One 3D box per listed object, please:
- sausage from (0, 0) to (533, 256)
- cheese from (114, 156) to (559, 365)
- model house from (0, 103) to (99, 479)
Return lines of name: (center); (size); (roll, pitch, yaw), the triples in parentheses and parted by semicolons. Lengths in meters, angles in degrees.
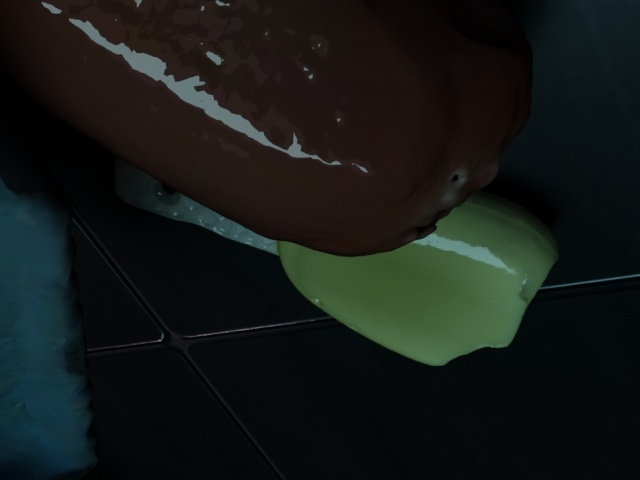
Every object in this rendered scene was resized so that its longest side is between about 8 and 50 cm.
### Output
sausage: (-0.041, -0.096, 0.384); (0.279, 0.152, 0.152); (30, 136, -10)
cheese: (0.000, 0.000, 0.535); (0.255, 0.050, 0.127); (17, 138, 7)
model house: (-0.288, -0.017, 0.430); (0.360, 0.297, 0.339); (44, 176, 29)
